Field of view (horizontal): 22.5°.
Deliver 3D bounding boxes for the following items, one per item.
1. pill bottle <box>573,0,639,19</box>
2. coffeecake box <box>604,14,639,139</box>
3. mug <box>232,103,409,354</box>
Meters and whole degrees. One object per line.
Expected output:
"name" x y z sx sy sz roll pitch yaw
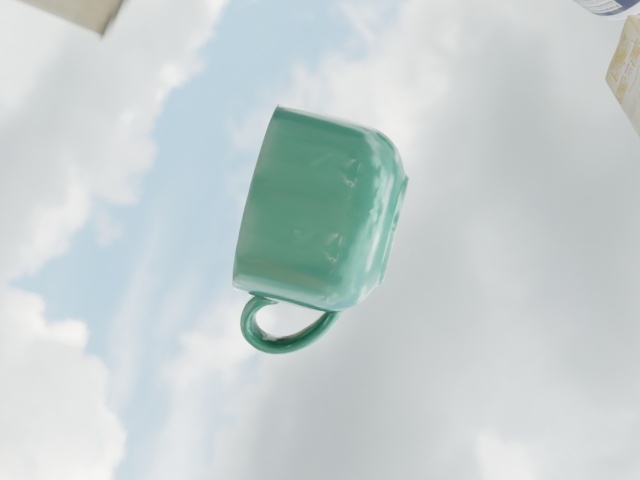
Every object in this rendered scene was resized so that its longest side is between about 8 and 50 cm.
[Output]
"pill bottle" 0.255 -0.262 1.430 0.112 0.187 0.112 -30 -132 40
"coffeecake box" 0.322 -0.093 1.229 0.185 0.142 0.068 -109 -156 -44
"mug" 0.002 -0.009 1.080 0.157 0.097 0.129 100 4 -50
